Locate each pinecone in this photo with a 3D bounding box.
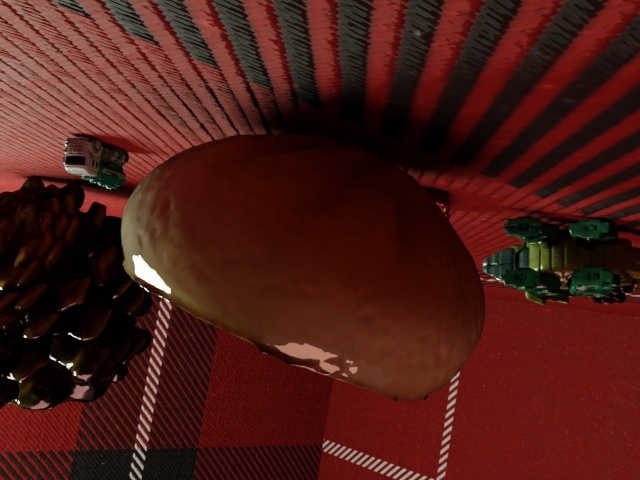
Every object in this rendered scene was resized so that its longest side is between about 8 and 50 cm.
[{"bbox_3d":[0.381,0.047,0.972,0.077,0.077,0.083,8,171,13],"label":"pinecone"},{"bbox_3d":[-0.465,0.104,1.226,0.398,0.397,0.398,9,175,1],"label":"pinecone"}]

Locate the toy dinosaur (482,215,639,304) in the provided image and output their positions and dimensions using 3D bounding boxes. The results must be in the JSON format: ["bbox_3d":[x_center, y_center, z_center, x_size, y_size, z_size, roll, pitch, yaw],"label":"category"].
[{"bbox_3d":[0.299,0.024,0.804,0.259,0.094,0.153,-2,171,28],"label":"toy dinosaur"}]

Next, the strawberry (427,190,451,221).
[{"bbox_3d":[0.098,-0.027,0.806,0.104,0.048,0.152,17,157,-15],"label":"strawberry"}]

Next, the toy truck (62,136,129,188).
[{"bbox_3d":[-0.240,-0.082,0.787,0.039,0.044,0.083,5,175,16],"label":"toy truck"}]

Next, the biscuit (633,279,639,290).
[{"bbox_3d":[0.490,0.064,1.270,0.131,0.025,0.231,4,174,43],"label":"biscuit"}]

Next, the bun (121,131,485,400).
[{"bbox_3d":[0.000,0.000,0.592,0.299,0.164,0.299,26,180,0],"label":"bun"}]
